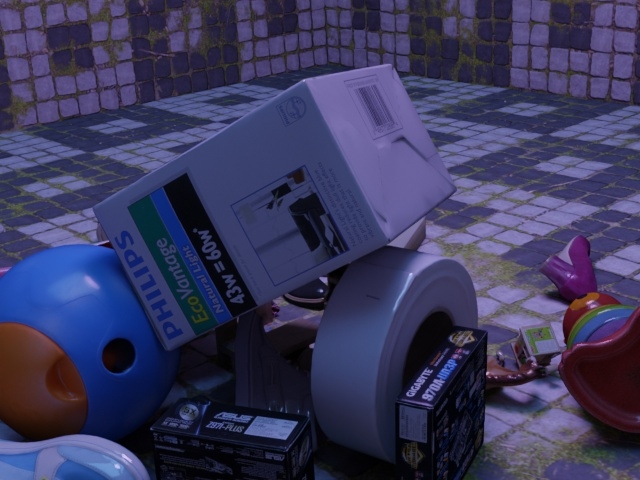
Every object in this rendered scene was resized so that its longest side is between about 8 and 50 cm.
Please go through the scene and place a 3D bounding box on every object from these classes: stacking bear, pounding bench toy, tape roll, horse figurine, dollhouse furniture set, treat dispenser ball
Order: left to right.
[{"bbox_3d":[-0.340,0.148,1.321,0.288,0.288,0.288,-3,20,1],"label":"treat dispenser ball"},{"bbox_3d":[-0.022,0.125,1.520,0.242,0.161,0.212,-20,27,-38],"label":"dollhouse furniture set"},{"bbox_3d":[0.106,0.151,1.257,0.100,0.286,0.286,12,25,34],"label":"tape roll"},{"bbox_3d":[0.199,0.194,1.445,0.263,0.066,0.174,0,15,0],"label":"horse figurine"},{"bbox_3d":[0.341,0.183,1.467,0.052,0.065,0.083,-7,56,-11],"label":"pounding bench toy"},{"bbox_3d":[0.432,0.158,1.383,0.175,0.164,0.289,-32,7,9],"label":"stacking bear"}]

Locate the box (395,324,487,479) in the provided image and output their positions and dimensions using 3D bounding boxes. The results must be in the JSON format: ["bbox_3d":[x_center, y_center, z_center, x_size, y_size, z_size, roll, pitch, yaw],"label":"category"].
[{"bbox_3d":[0.157,0.231,1.190,0.051,0.175,0.220,8,24,25],"label":"box"}]

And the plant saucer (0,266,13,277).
[{"bbox_3d":[-0.529,0.152,1.594,0.332,0.084,0.332,2,26,-1],"label":"plant saucer"}]

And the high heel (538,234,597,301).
[{"bbox_3d":[0.503,0.059,1.788,0.117,0.082,0.244,40,21,17],"label":"high heel"}]

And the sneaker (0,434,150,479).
[{"bbox_3d":[-0.371,0.326,1.094,0.319,0.127,0.208,-6,16,21],"label":"sneaker"}]

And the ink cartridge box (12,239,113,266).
[{"bbox_3d":[-0.353,0.032,1.777,0.385,0.091,0.308,-15,4,-30],"label":"ink cartridge box"}]

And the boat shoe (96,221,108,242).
[{"bbox_3d":[-0.341,-0.052,2.119,0.324,0.117,0.097,-11,24,-4],"label":"boat shoe"}]

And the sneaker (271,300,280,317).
[{"bbox_3d":[-0.103,0.120,1.729,0.057,0.047,0.119,11,24,-4],"label":"sneaker"}]

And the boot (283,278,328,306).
[{"bbox_3d":[-0.048,0.039,1.792,0.077,0.137,0.198,-17,25,-33],"label":"boot"}]

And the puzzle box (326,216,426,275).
[{"bbox_3d":[0.000,0.000,2.012,0.409,0.052,0.272,4,22,19],"label":"puzzle box"}]

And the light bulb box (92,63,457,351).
[{"bbox_3d":[-0.049,-0.056,1.312,0.361,0.225,0.358,-27,2,25],"label":"light bulb box"}]

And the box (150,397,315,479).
[{"bbox_3d":[-0.103,0.282,1.132,0.180,0.147,0.077,4,21,20],"label":"box"}]

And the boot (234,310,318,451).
[{"bbox_3d":[-0.059,0.203,1.351,0.123,0.095,0.258,-3,46,-1],"label":"boot"}]
